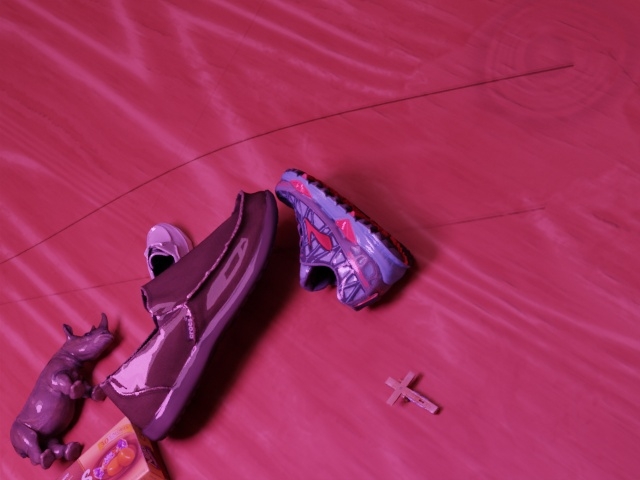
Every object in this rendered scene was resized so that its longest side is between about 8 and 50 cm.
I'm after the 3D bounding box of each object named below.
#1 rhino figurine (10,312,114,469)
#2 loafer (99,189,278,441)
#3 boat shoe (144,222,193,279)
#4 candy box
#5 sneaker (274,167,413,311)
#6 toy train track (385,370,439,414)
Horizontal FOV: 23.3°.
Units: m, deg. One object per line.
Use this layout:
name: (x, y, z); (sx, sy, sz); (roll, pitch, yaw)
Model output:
rhino figurine: (-0.363, 0.208, 2.201); (0.106, 0.073, 0.243); (8, 67, 41)
loafer: (-0.173, 0.080, 2.045); (0.366, 0.130, 0.134); (-62, 6, -10)
boat shoe: (-0.218, 0.033, 2.200); (0.066, 0.063, 0.184); (-36, 45, 17)
candy box: (-0.293, 0.335, 2.068); (0.187, 0.053, 0.109); (-40, 43, 10)
sneaker: (0.000, 0.000, 2.005); (0.125, 0.104, 0.262); (-52, 42, 3)
toy train track: (0.110, 0.187, 1.848); (0.083, 0.014, 0.048); (30, 76, 42)
